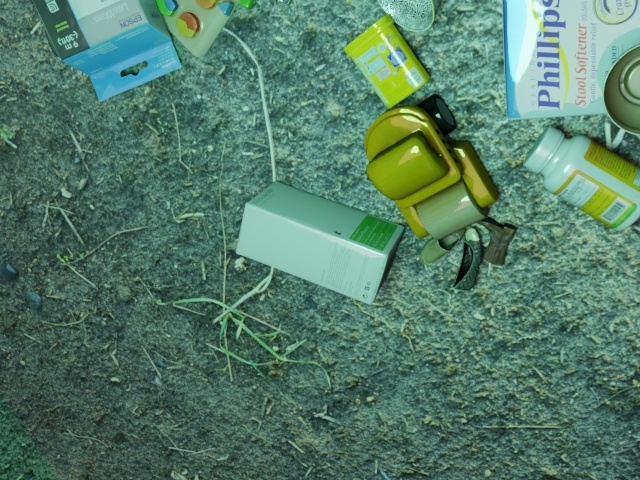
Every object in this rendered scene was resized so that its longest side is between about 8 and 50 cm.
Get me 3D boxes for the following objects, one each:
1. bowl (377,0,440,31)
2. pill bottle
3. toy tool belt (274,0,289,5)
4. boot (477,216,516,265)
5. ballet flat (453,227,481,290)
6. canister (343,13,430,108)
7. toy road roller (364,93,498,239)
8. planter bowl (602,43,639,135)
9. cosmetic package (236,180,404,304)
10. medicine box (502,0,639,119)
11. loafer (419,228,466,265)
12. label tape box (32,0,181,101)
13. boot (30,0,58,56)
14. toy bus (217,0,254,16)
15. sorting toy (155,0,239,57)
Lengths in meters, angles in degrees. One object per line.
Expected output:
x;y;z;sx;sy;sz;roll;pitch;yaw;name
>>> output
0.194;-0.529;1.327;0.170;0.080;0.170;41;166;13;bowl
0.563;-0.138;1.345;0.246;0.136;0.136;32;120;5;pill bottle
-0.087;-0.577;1.445;0.052;0.051;0.083;21;118;11;toy tool belt
0.404;0.003;1.532;0.107;0.037;0.114;21;123;14;boot
0.358;0.049;1.551;0.049;0.057;0.173;-7;118;-15;ballet flat
0.149;-0.395;1.420;0.126;0.073;0.170;-30;102;38;canister
0.227;-0.142;1.412;0.203;0.240;0.329;-28;101;29;toy road roller
0.581;-0.276;1.119;0.162;0.109;0.162;8;116;16;planter bowl
0.000;0.000;1.592;0.366;0.197;0.155;21;119;10;cosmetic package
0.513;-0.387;1.245;0.290;0.149;0.263;-1;113;20;medicine box
0.295;0.011;1.565;0.056;0.050;0.148;40;121;0;loafer
-0.526;-0.539;1.534;0.249;0.115;0.347;-18;103;14;label tape box
-0.607;-0.600;1.627;0.229;0.091;0.262;-7;114;18;boot
-0.211;-0.629;1.418;0.191;0.104;0.202;40;107;4;toy bus
-0.322;-0.581;1.541;0.208;0.038;0.193;43;121;-2;sorting toy
